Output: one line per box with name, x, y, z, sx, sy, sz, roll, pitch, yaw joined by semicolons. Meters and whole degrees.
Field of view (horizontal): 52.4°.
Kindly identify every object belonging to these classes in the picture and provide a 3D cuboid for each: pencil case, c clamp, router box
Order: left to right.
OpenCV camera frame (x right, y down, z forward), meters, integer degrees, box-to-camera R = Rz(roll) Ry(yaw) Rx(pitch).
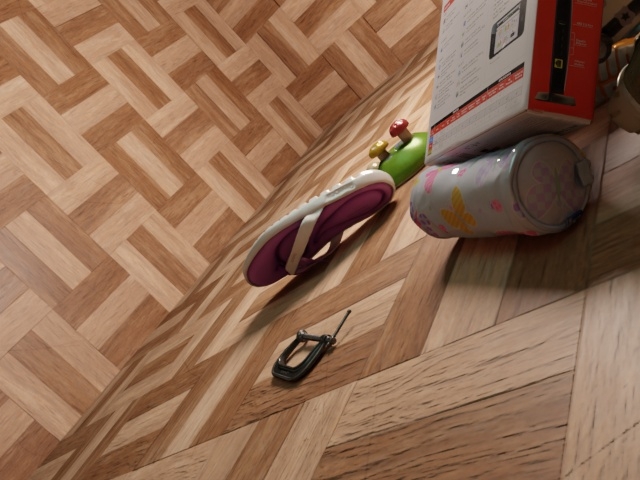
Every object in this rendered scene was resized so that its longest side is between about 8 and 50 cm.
c clamp;-0.020;0.176;1.065;0.137;0.022;0.161;-55;17;-24
pencil case;0.225;-0.064;0.856;0.124;0.113;0.273;-34;9;-18
router box;0.245;-0.268;0.866;0.335;0.082;0.301;162;115;-80

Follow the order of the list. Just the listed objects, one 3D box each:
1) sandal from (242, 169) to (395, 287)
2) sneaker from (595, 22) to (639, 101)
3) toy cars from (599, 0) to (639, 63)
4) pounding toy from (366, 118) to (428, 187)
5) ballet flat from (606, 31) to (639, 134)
sandal;-0.010;-0.004;1.427;0.416;0.169;0.102;-39;53;21
sneaker;0.431;-0.281;0.951;0.215;0.084;0.083;-34;46;1
toy cars;0.389;-0.322;0.708;0.176;0.087;0.394;-45;1;-28
pounding toy;0.177;-0.220;1.560;0.183;0.110;0.237;-43;12;0
ballet flat;0.402;-0.198;0.769;0.124;0.116;0.342;-51;2;42
